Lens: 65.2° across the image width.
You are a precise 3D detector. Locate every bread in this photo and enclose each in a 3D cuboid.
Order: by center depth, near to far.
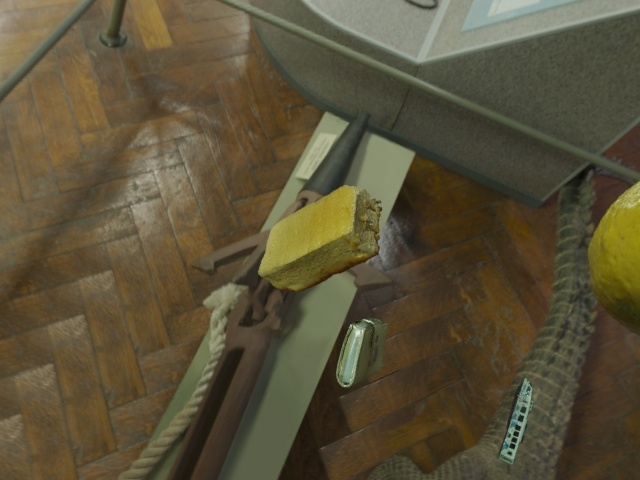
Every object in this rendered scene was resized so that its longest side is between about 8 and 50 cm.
[{"bbox_3d":[0.000,0.000,1.130,0.114,0.275,0.184,45,35,-30],"label":"bread"}]

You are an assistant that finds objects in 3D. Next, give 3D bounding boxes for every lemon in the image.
[{"bbox_3d":[0.395,0.019,0.521,0.204,0.260,0.204,-2,73,7],"label":"lemon"}]

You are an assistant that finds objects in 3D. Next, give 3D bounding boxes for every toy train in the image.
[{"bbox_3d":[0.473,0.426,1.197,0.047,0.043,0.207,16,55,26],"label":"toy train"}]

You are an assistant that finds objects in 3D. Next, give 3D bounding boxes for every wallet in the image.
[{"bbox_3d":[0.076,0.193,0.888,0.040,0.155,0.110,12,89,23],"label":"wallet"}]
